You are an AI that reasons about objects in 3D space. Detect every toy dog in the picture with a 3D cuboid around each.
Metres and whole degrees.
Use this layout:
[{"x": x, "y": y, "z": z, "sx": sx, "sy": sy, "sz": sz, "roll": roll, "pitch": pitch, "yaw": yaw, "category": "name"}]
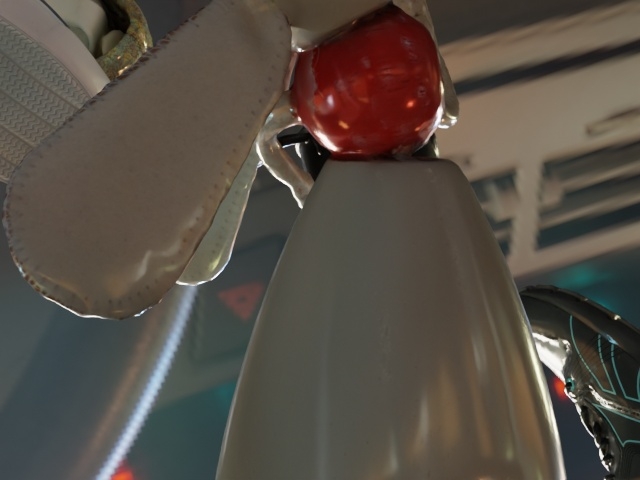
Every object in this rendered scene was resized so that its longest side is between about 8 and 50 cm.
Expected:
[{"x": -0.021, "y": 0.028, "z": 0.497, "sx": 0.161, "sy": 0.333, "sz": 0.220, "roll": -17, "pitch": 164, "yaw": 5, "category": "toy dog"}]

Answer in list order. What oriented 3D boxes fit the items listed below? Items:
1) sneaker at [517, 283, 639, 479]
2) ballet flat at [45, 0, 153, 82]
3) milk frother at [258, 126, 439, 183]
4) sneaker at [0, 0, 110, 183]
[{"x": 0.207, "y": 0.114, "z": 1.100, "sx": 0.101, "sy": 0.267, "sz": 0.106, "roll": 30, "pitch": 92, "yaw": -46, "category": "sneaker"}, {"x": -0.260, "y": -0.167, "z": 1.018, "sx": 0.349, "sy": 0.123, "sz": 0.123, "roll": 23, "pitch": 159, "yaw": -8, "category": "ballet flat"}, {"x": 0.000, "y": 0.000, "z": 0.955, "sx": 0.143, "sy": 0.134, "sz": 0.129, "roll": -20, "pitch": 155, "yaw": 23, "category": "milk frother"}, {"x": -0.177, "y": -0.126, "z": 0.802, "sx": 0.094, "sy": 0.091, "sz": 0.258, "roll": -21, "pitch": 130, "yaw": 25, "category": "sneaker"}]
